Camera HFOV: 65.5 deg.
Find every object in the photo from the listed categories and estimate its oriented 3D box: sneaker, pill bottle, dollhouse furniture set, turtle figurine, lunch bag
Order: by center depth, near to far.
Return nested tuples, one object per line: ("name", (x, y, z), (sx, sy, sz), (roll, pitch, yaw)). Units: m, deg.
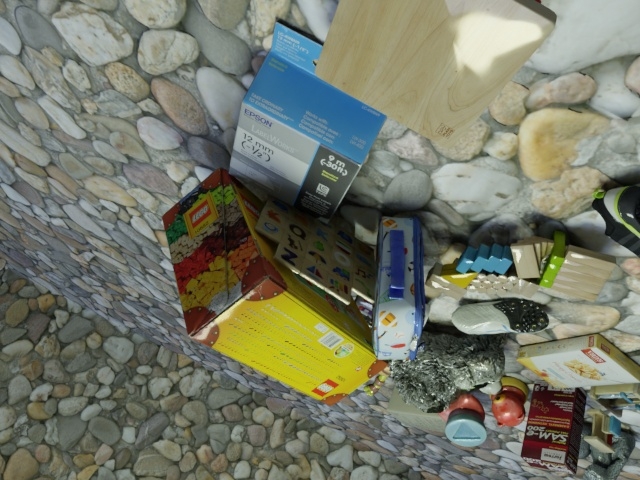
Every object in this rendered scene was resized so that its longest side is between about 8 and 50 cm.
("sneaker", (0.555, -0.020, 0.865), (0.235, 0.084, 0.097), (42, 169, -23))
("lunch bag", (0.173, 0.106, 1.096), (0.115, 0.303, 0.243), (2, 143, 5))
("sneaker", (0.453, 0.196, 1.256), (0.237, 0.085, 0.086), (-6, 163, 37))
("dollhouse furniture set", (0.783, 0.451, 1.274), (0.129, 0.183, 0.129), (36, 148, -15))
("pill bottle", (0.198, 0.175, 1.374), (0.194, 0.108, 0.108), (26, 149, 2))
("turtle figurine", (0.200, 0.404, 1.623), (0.269, 0.087, 0.217), (45, 129, 2))

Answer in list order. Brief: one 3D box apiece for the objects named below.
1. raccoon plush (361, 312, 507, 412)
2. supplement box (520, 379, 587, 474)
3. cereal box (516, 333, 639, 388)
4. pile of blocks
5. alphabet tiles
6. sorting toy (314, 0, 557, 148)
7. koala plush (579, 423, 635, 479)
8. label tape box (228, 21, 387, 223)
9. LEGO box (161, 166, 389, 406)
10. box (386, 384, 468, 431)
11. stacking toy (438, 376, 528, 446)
("raccoon plush", (0.293, 0.299, 1.392), (0.447, 0.216, 0.299), (27, 134, 1))
("supplement box", (0.665, 0.524, 1.418), (0.130, 0.239, 0.073), (-14, 131, 47))
("cereal box", (0.667, 0.322, 1.299), (0.173, 0.047, 0.240), (35, 148, -14))
("pile of blocks", (0.397, 0.035, 1.027), (0.363, 0.112, 0.148), (-4, 126, 29))
("alphabet tiles", (0.000, 0.000, 1.081), (0.285, 0.342, 0.011), (32, 115, -11))
("sorting toy", (0.152, -0.295, 0.718), (0.256, 0.089, 0.257), (28, 150, -3))
("koala plush", (0.838, 0.644, 1.572), (0.221, 0.203, 0.196), (31, 169, 36))
("label tape box", (-0.031, -0.204, 0.972), (0.249, 0.115, 0.347), (28, 151, -2))
("LEGO box", (-0.097, 0.121, 1.163), (0.193, 0.372, 0.500), (-39, 134, 9))
("box", (0.423, 0.637, 1.888), (0.311, 0.121, 0.148), (-10, 134, 46))
("stacking toy", (0.468, 0.524, 1.578), (0.280, 0.130, 0.309), (35, 124, -6))
